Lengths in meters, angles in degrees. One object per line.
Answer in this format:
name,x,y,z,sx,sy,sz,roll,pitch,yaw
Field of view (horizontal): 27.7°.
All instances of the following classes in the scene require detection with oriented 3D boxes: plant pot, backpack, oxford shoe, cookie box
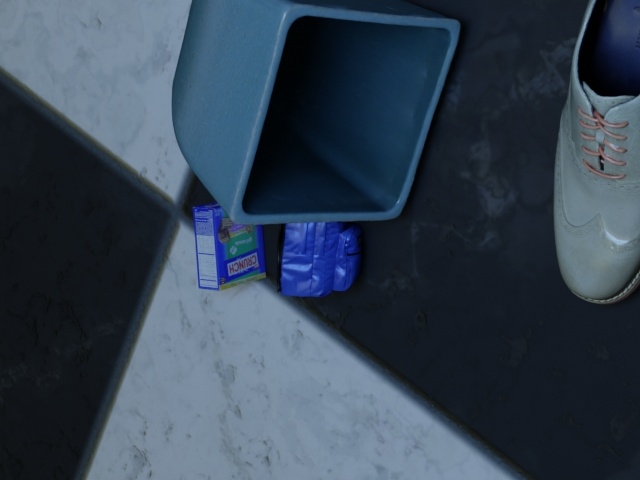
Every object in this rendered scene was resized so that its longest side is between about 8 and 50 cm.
plant pot,-0.039,-0.185,1.484,0.252,0.247,0.248,39,121,43
backpack,0.000,0.000,1.582,0.101,0.098,0.120,1,102,6
oxford shoe,0.289,-0.116,1.308,0.140,0.146,0.397,15,109,30
cookie box,-0.116,0.003,1.667,0.040,0.092,0.107,5,104,39
